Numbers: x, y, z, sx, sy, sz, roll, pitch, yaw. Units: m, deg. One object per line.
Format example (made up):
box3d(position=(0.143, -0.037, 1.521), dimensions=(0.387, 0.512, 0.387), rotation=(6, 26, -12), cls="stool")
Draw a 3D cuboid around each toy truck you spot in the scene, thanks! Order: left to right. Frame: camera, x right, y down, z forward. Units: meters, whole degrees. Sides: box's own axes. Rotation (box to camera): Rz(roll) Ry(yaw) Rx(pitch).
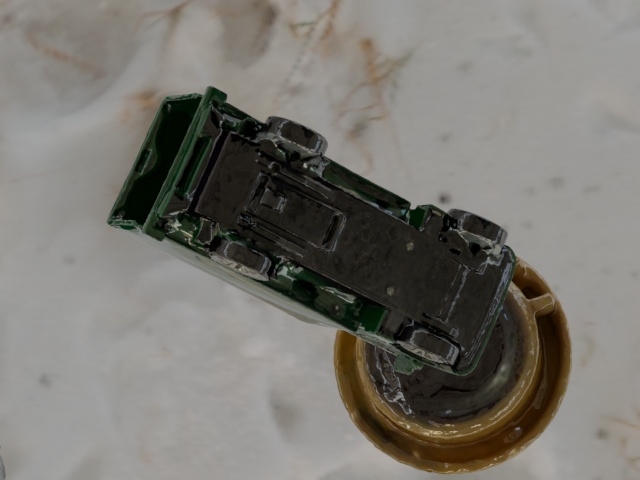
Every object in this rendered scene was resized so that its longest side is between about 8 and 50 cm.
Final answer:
box3d(position=(0.000, 0.000, 0.767), dimensions=(0.147, 0.079, 0.065), rotation=(27, 80, -21), cls="toy truck")

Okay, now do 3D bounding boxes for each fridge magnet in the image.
box3d(position=(0.077, 0.067, 1.142), dimensions=(0.143, 0.063, 0.143), rotation=(-3, 74, 10), cls="fridge magnet")

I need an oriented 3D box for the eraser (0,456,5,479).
box3d(position=(-0.324, 0.229, 1.318), dimensions=(0.081, 0.227, 0.174), rotation=(38, 116, 10), cls="eraser")
